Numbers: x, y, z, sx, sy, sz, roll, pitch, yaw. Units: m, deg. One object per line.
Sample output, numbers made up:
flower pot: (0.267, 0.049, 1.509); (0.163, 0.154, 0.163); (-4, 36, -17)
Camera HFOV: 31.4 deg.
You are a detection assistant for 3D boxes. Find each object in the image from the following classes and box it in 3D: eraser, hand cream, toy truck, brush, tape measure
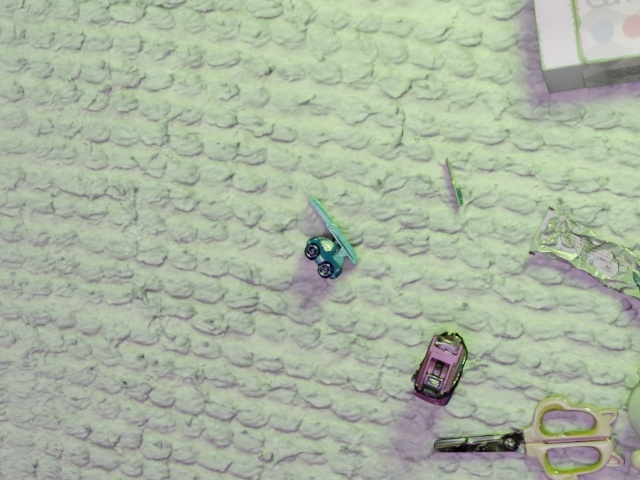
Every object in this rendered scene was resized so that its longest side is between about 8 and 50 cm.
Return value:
eraser: (0.523, -0.348, 1.699); (0.396, 0.082, 0.213); (-7, 99, 17)
hand cream: (0.461, 0.040, 1.816); (0.257, 0.050, 0.084); (29, 106, 15)
toy truck: (0.000, 0.000, 1.933); (0.074, 0.063, 0.136); (-37, 88, 0)
brush: (0.220, -0.096, 1.871); (0.013, 0.016, 0.084); (-16, 97, 5)
tape measure: (0.199, 0.209, 1.889); (0.074, 0.118, 0.125); (23, 89, 12)

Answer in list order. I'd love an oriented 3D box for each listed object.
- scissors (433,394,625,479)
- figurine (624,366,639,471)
scissors: (0.346, 0.341, 1.922); (0.317, 0.024, 0.160); (-7, 100, 17)
figurine: (0.572, 0.305, 1.792); (0.257, 0.144, 0.182); (46, 112, 6)
